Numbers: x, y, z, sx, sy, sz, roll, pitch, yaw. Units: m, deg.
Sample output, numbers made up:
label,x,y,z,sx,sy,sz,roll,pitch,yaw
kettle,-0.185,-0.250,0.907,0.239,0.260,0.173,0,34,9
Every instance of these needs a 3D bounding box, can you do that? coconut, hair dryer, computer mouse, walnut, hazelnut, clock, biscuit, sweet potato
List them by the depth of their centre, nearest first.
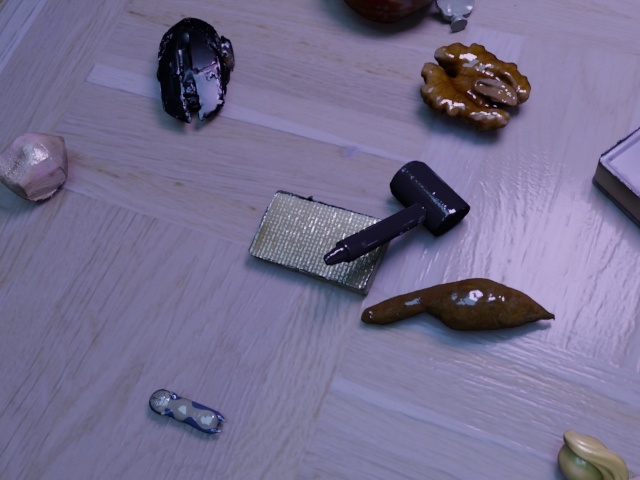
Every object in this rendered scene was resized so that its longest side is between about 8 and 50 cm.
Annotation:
label,x,y,z,sx,sy,sz,roll,pitch,yaw
sweet potato,0.187,0.089,0.929,0.270,0.075,0.074,-2,67,15
clock,0.505,-0.078,0.931,0.147,0.071,0.192,-36,65,-4
hair dryer,0.092,-0.028,0.958,0.248,0.070,0.114,-27,62,-27
biscuit,0.000,0.000,1.024,0.200,0.040,0.121,18,76,19
walnut,0.240,-0.239,1.058,0.170,0.069,0.143,37,78,22
hazelnut,0.124,-0.479,1.134,0.212,0.181,0.181,-44,20,17
coconut,-0.490,-0.133,1.150,0.124,0.110,0.110,-47,66,-2
computer mouse,-0.233,-0.315,1.187,0.147,0.077,0.241,-13,65,8

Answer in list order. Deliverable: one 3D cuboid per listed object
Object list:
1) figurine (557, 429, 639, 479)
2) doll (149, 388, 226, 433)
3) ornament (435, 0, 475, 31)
label,x,y,z,sx,sy,sz,roll,pitch,yaw
figurine,0.365,0.302,0.804,0.083,0.083,0.187,-43,75,-8
doll,-0.195,0.249,0.967,0.125,0.027,0.037,15,64,18
ornament,0.229,-0.408,1.147,0.069,0.041,0.092,18,62,-2
